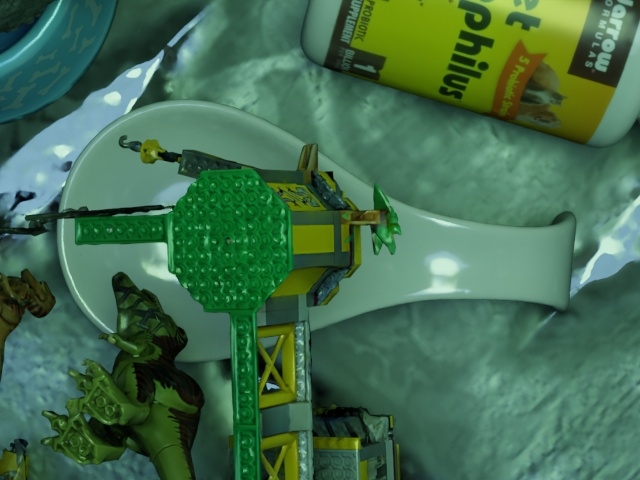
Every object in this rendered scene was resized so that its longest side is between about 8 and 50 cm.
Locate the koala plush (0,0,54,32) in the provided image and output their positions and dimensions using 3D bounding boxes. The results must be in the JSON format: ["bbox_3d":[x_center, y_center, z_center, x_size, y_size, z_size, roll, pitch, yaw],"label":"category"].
[{"bbox_3d":[-0.178,-0.221,0.816,0.196,0.203,0.221,-34,79,22],"label":"koala plush"}]

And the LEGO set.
[{"bbox_3d":[-0.086,0.075,0.866,0.331,0.192,0.255,-12,86,27],"label":"LEGO set"}]

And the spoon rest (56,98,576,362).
[{"bbox_3d":[0.000,0.000,0.933,0.276,0.084,0.137,4,92,-2],"label":"spoon rest"}]

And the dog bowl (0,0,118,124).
[{"bbox_3d":[-0.255,-0.161,0.933,0.297,0.074,0.166,15,90,-1],"label":"dog bowl"}]

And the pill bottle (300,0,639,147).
[{"bbox_3d":[0.105,-0.119,0.918,0.215,0.117,0.117,16,90,-1],"label":"pill bottle"}]
